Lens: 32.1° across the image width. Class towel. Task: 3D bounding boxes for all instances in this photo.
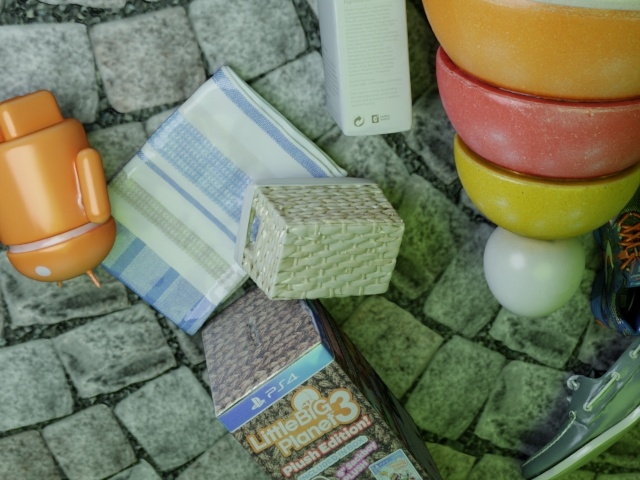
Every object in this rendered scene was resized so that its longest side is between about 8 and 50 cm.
[{"bbox_3d":[-0.132,-0.042,1.306,0.285,0.034,0.209,-45,111,8],"label":"towel"}]

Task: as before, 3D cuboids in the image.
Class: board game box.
[{"bbox_3d":[0.006,0.210,1.318,0.141,0.232,0.291,-36,112,4],"label":"board game box"}]

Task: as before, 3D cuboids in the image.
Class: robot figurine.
[{"bbox_3d":[-0.298,-0.049,1.211,0.158,0.128,0.219,-16,104,4],"label":"robot figurine"}]

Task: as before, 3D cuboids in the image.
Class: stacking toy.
[{"bbox_3d":[0.247,-0.120,1.207,0.350,0.351,0.480,-2,119,-10],"label":"stacking toy"}]

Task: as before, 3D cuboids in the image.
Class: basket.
[{"bbox_3d":[0.000,0.000,1.272,0.167,0.103,0.113,-2,122,-25],"label":"basket"}]

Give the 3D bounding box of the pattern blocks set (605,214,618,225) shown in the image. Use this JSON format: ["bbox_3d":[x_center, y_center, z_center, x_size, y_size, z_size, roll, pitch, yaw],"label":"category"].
[{"bbox_3d":[0.480,-0.092,1.365,0.324,0.026,0.285,-11,98,-17],"label":"pattern blocks set"}]

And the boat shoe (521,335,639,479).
[{"bbox_3d":[0.382,0.210,1.480,0.319,0.116,0.099,-43,69,14],"label":"boat shoe"}]

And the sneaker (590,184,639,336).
[{"bbox_3d":[0.393,0.022,1.398,0.083,0.087,0.221,-10,112,-7],"label":"sneaker"}]

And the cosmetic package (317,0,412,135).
[{"bbox_3d":[0.045,-0.242,1.220,0.085,0.117,0.231,-7,113,-8],"label":"cosmetic package"}]
